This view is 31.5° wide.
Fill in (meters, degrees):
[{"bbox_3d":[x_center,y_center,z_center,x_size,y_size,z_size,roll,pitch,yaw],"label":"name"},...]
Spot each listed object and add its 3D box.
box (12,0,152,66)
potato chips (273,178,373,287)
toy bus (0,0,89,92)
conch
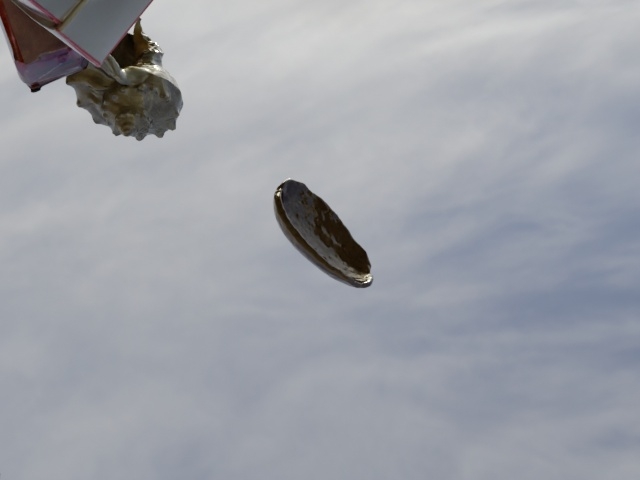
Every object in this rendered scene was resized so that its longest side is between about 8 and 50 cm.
[{"bbox_3d":[-0.299,-0.432,1.187,0.312,0.300,0.314,-50,-125,2],"label":"box"},{"bbox_3d":[0.000,0.000,1.719,0.049,0.201,0.150,-43,-163,32],"label":"potato chips"},{"bbox_3d":[-0.512,-0.423,1.994,0.127,0.147,0.303,-21,-98,-5],"label":"toy bus"},{"bbox_3d":[-0.399,-0.323,2.188,0.186,0.263,0.324,-35,-136,8],"label":"conch"}]
